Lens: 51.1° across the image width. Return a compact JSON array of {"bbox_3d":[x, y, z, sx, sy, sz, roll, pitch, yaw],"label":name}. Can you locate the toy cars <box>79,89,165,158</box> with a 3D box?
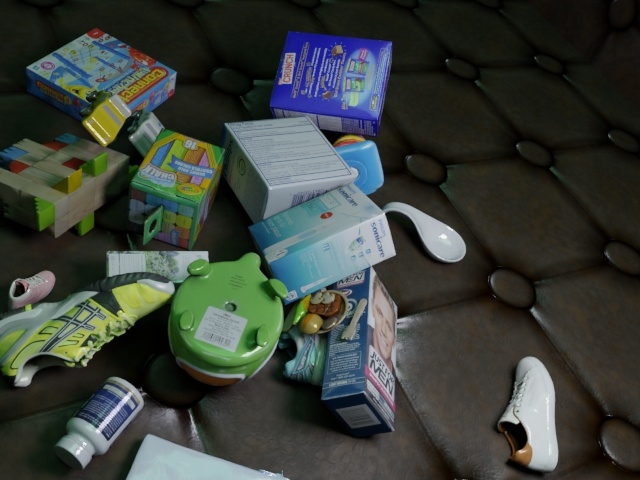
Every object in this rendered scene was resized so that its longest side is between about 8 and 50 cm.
[{"bbox_3d":[-0.491,-0.310,1.749,0.177,0.087,0.393,63,12,8],"label":"toy cars"}]

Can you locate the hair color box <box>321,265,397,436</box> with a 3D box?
[{"bbox_3d":[0.097,0.247,1.532,0.105,0.174,0.347,-15,42,21],"label":"hair color box"}]

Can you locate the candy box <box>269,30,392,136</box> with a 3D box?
[{"bbox_3d":[0.035,-0.461,1.969,0.317,0.122,0.268,10,71,7],"label":"candy box"}]

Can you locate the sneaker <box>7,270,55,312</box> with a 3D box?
[{"bbox_3d":[-0.635,0.101,1.474,0.051,0.070,0.134,27,45,7],"label":"sneaker"}]

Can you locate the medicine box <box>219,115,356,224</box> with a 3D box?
[{"bbox_3d":[-0.098,-0.190,1.803,0.263,0.149,0.289,-11,48,-30],"label":"medicine box"}]

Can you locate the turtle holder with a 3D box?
[{"bbox_3d":[-0.215,0.166,1.463,0.243,0.227,0.320,-2,50,-21],"label":"turtle holder"}]

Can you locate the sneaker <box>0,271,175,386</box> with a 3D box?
[{"bbox_3d":[-0.479,0.183,1.388,0.384,0.145,0.147,-21,67,-6],"label":"sneaker"}]

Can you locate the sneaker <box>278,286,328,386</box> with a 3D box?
[{"bbox_3d":[-0.037,0.207,1.579,0.122,0.110,0.283,3,45,-6],"label":"sneaker"}]

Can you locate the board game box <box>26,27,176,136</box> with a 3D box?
[{"bbox_3d":[-0.638,-0.469,1.977,0.301,0.086,0.308,29,46,6],"label":"board game box"}]

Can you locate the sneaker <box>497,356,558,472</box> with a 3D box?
[{"bbox_3d":[0.485,0.397,1.599,0.123,0.106,0.290,15,47,-10],"label":"sneaker"}]

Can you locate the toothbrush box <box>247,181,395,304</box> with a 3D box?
[{"bbox_3d":[0.000,0.000,1.624,0.295,0.126,0.216,-22,30,-8],"label":"toothbrush box"}]

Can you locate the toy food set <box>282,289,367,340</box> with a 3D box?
[{"bbox_3d":[0.002,0.159,1.512,0.192,0.039,0.132,2,48,33],"label":"toy food set"}]

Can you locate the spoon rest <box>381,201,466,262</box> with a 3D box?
[{"bbox_3d":[0.294,-0.028,1.930,0.276,0.084,0.137,29,46,8],"label":"spoon rest"}]

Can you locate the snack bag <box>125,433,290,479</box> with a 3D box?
[{"bbox_3d":[-0.245,0.549,1.239,0.322,0.037,0.343,19,46,-4],"label":"snack bag"}]

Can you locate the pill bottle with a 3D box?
[{"bbox_3d":[-0.431,0.356,1.302,0.094,0.094,0.169,30,46,8],"label":"pill bottle"}]

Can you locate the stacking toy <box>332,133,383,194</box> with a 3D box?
[{"bbox_3d":[0.090,-0.270,2.043,0.175,0.166,0.302,-11,32,7],"label":"stacking toy"}]

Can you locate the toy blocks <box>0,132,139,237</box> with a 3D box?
[{"bbox_3d":[-0.662,-0.156,1.640,0.260,0.191,0.381,21,34,11],"label":"toy blocks"}]

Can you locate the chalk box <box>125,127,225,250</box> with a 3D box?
[{"bbox_3d":[-0.373,-0.109,1.688,0.179,0.180,0.289,18,47,-4],"label":"chalk box"}]

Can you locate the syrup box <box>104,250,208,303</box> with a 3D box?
[{"bbox_3d":[-0.379,0.087,1.563,0.236,0.096,0.093,1,51,-20],"label":"syrup box"}]
